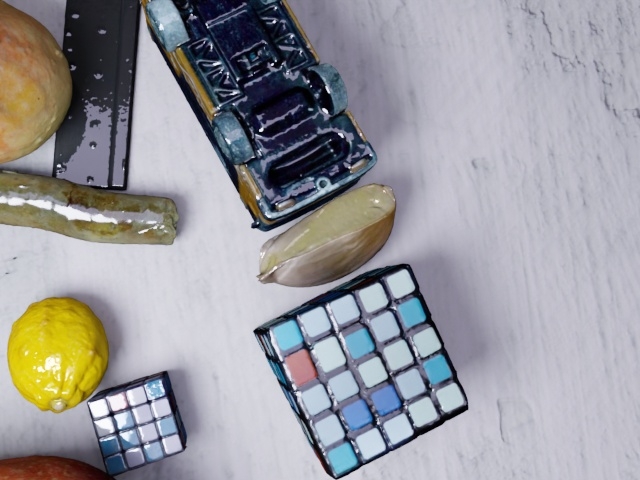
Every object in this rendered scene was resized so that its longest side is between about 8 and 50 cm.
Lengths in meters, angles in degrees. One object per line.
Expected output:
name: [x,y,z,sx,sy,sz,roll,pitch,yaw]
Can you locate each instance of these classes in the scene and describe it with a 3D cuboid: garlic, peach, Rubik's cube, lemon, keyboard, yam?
garlic: [0.009,0.002,0.943,0.195,0.101,0.087,-27,66,-1]
peach: [-0.395,-0.188,0.835,0.232,0.232,0.233,1,85,-9]
Rubik's cube: [0.041,0.149,0.895,0.184,0.182,0.187,-24,89,-11]
lemon: [-0.303,0.133,0.866,0.114,0.114,0.155,-19,45,-10]
Rubik's cube: [-0.217,0.216,0.894,0.092,0.092,0.092,-17,88,-10]
keyboard: [-0.282,-0.220,0.959,0.100,0.018,0.310,3,85,-7]
yam: [-0.332,-0.042,0.912,0.317,0.071,0.067,8,47,-8]

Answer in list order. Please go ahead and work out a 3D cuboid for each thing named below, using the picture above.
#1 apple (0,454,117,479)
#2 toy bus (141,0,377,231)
apple: [-0.316,0.358,0.742,0.348,0.348,0.277,-5,79,-9]
toy bus: [-0.081,-0.181,0.900,0.161,0.194,0.324,-29,87,-11]
